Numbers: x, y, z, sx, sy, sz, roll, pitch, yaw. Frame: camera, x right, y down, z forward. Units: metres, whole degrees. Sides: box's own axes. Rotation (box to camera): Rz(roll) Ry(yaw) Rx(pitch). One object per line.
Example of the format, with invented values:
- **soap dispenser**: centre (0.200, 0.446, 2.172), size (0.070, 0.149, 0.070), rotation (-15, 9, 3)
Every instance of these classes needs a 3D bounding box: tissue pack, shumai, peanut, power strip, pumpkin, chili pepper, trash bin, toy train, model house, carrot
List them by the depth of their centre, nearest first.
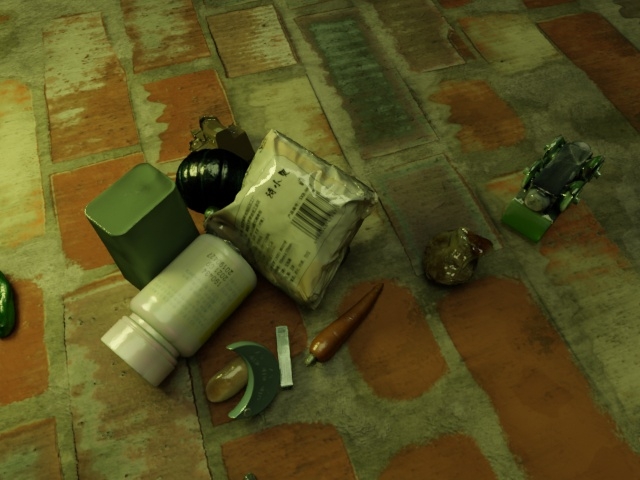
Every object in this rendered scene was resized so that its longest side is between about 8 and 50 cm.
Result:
- **power strip**: centre (-0.167, 0.354, 1.186), size (0.137, 0.044, 0.215), rotation (-5, 93, -29)
- **peanut**: centre (-0.226, 0.354, 1.222), size (0.152, 0.076, 0.076), rotation (-37, 67, -23)
- **tissue pack**: centre (-0.081, -0.057, 1.255), size (0.390, 0.195, 0.375), rotation (37, 105, 9)
- **trash bin**: centre (-0.450, -0.017, 1.277), size (0.158, 0.343, 0.223), rotation (34, 64, 15)
- **carrot**: centre (0.075, 0.228, 1.313), size (0.069, 0.069, 0.336), rotation (39, 60, 19)
- **chili pepper**: centre (-0.914, 0.149, 1.323), size (0.100, 0.074, 0.257), rotation (-27, 65, -16)
- **shumai**: centre (0.394, 0.027, 1.365), size (0.161, 0.153, 0.209), rotation (43, 63, 13)
- **pumpkin**: centre (-0.312, -0.137, 1.412), size (0.248, 0.248, 0.247), rotation (1, 60, -1)
- **toy train**: centre (0.699, -0.159, 1.437), size (0.173, 0.248, 0.307), rotation (37, 65, 22)
- **model house**: centre (-0.374, -0.341, 1.589), size (0.248, 0.176, 0.181), rotation (32, 63, 34)

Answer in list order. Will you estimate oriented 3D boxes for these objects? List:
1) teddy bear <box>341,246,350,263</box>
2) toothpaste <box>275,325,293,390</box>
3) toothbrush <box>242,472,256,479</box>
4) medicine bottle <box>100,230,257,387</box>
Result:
- **teddy bear**: centre (0.000, 0.000, 1.400), size (0.190, 0.140, 0.177), rotation (45, 50, 2)
- **toothpaste**: centre (-0.096, 0.309, 1.263), size (0.034, 0.046, 0.164), rotation (-5, 60, -7)
- **toothbrush**: centre (-0.093, 0.659, 1.070), size (0.030, 0.030, 0.297), rotation (-16, 56, -40)
- **medicine bottle**: centre (-0.357, 0.172, 1.242), size (0.214, 0.213, 0.378), rotation (34, 65, 17)
